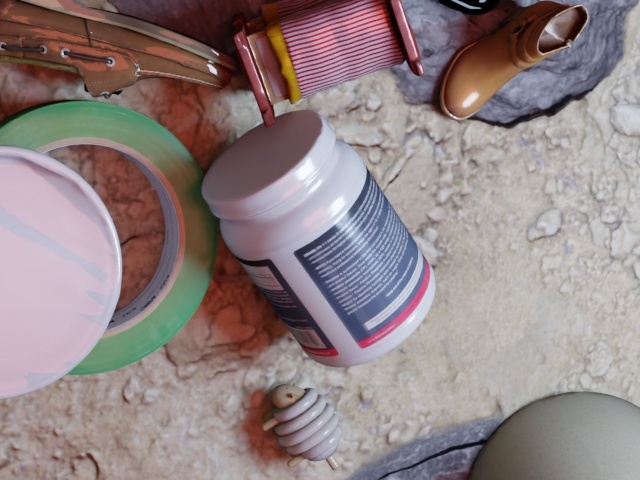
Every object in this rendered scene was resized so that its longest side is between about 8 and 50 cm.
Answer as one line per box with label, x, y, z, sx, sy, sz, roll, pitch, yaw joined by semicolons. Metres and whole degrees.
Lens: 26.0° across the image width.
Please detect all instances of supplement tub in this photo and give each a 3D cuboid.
supplement tub;0.000;0.000;1.658;0.191;0.191;0.272;-40;119;-11

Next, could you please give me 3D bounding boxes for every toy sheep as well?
toy sheep;-0.018;0.237;1.758;0.091;0.091;0.132;-37;101;-12

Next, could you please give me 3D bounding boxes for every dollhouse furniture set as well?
dollhouse furniture set;-0.040;-0.344;1.597;0.201;0.152;0.374;-21;111;4

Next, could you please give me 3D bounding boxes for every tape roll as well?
tape roll;-0.284;-0.006;1.638;0.321;0.077;0.321;-2;97;-19

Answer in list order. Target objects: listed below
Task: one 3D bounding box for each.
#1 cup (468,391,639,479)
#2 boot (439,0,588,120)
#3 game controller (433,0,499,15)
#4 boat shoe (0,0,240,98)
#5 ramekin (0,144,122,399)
cup;0.373;0.376;1.800;0.331;0.237;0.331;0;92;-8
boot;0.243;-0.232;1.760;0.073;0.152;0.197;41;82;-19
game controller;0.106;-0.408;1.737;0.319;0.067;0.166;21;89;-21
boat shoe;-0.251;-0.218;1.617;0.307;0.111;0.104;17;95;-11
ramekin;-0.359;0.029;1.507;0.272;0.127;0.273;-2;97;-19
